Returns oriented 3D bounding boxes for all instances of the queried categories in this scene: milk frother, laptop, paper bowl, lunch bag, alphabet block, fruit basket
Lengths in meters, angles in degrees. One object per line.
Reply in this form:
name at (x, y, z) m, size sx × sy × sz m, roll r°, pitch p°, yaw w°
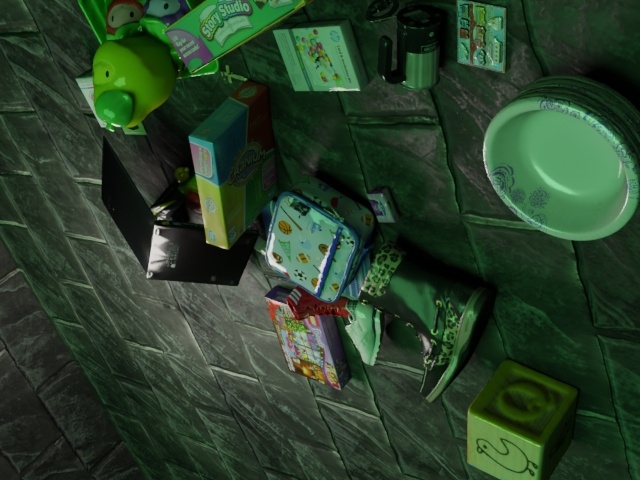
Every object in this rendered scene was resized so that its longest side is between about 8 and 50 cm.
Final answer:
milk frother at (0.154, -0.371, 1.663) m, size 0.143 × 0.129 × 0.134 m, roll -106°, pitch 9°, yaw -46°
laptop at (-0.391, -0.063, 2.393) m, size 0.408 × 0.236 × 0.382 m, roll 6°, pitch 156°, yaw -12°
paper bowl at (0.435, -0.151, 1.531) m, size 0.284 × 0.148 × 0.284 m, roll 27°, pitch 141°, yaw 24°
lunch bag at (0.000, 0.000, 2.122) m, size 0.243 × 0.115 × 0.303 m, roll 33°, pitch 141°, yaw 13°
alphabet block at (0.460, 0.427, 2.046) m, size 0.192 × 0.193 × 0.197 m, roll 20°, pitch 138°, yaw 30°
fruit basket at (-0.384, -0.426, 1.912) m, size 0.392 × 0.392 × 0.282 m, roll 3°, pitch 127°, yaw 44°

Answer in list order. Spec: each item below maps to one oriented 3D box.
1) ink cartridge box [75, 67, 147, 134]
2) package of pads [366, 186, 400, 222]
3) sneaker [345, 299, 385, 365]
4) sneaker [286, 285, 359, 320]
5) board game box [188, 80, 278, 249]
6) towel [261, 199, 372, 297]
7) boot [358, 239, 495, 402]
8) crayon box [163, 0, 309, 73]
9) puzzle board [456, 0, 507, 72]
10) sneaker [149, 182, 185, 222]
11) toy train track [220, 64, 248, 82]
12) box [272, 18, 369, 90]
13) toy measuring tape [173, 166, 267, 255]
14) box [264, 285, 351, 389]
ink cartridge box at (-0.566, -0.364, 2.422) m, size 0.109 × 0.062 × 0.209 m, roll 6°, pitch 129°, yaw 42°
package of pads at (0.141, -0.079, 2.006) m, size 0.050 × 0.032 × 0.083 m, roll 0°, pitch 125°, yaw 44°
sneaker at (0.112, 0.229, 2.266) m, size 0.095 × 0.090 × 0.235 m, roll 7°, pitch 136°, yaw 8°
sneaker at (0.008, 0.185, 2.322) m, size 0.221 × 0.128 × 0.087 m, roll 20°, pitch 137°, yaw 33°
board game box at (-0.194, -0.173, 2.072) m, size 0.064 × 0.242 × 0.316 m, roll 18°, pitch 138°, yaw 21°
towel at (-0.005, 0.020, 2.262) m, size 0.336 × 0.040 × 0.243 m, roll 16°, pitch 133°, yaw 33°
boot at (0.228, 0.190, 2.093) m, size 0.284 × 0.138 × 0.377 m, roll 32°, pitch 139°, yaw 17°
crayon box at (-0.063, -0.458, 1.591) m, size 0.363 × 0.313 × 0.106 m, roll -15°, pitch 114°, yaw 52°
puzzle board at (0.286, -0.364, 1.591) m, size 0.096 × 0.011 × 0.128 m, roll 21°, pitch 139°, yaw 31°
sneaker at (-0.431, -0.067, 2.563) m, size 0.121 × 0.111 × 0.300 m, roll 40°, pitch 152°, yaw -7°
toy train track at (-0.203, -0.380, 2.074) m, size 0.083 × 0.014 × 0.048 m, roll 20°, pitch 138°, yaw 31°
box at (0.001, -0.380, 1.845) m, size 0.186 × 0.038 × 0.145 m, roll 8°, pitch 131°, yaw 40°
toy measuring tape at (-0.248, -0.086, 2.341) m, size 0.330 × 0.121 × 0.121 m, roll 39°, pitch 146°, yaw -5°
box at (-0.035, 0.276, 2.520) m, size 0.201 × 0.057 × 0.293 m, roll 14°, pitch 134°, yaw 36°
